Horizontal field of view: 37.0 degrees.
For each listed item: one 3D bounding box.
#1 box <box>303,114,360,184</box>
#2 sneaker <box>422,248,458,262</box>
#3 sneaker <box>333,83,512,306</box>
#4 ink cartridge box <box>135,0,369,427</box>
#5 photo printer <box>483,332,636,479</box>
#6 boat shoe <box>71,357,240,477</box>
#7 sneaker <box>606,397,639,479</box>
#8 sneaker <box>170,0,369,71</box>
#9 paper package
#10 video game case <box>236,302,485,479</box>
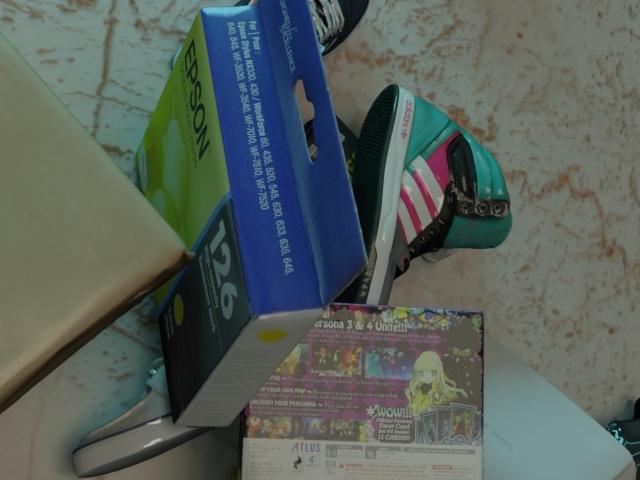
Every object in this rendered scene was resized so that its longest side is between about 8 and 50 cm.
[{"bbox_3d":[0.000,0.000,1.061,0.183,0.056,0.231,46,62,-17],"label":"box"},{"bbox_3d":[0.163,-0.049,1.170,0.053,0.061,0.152,16,72,-27],"label":"sneaker"},{"bbox_3d":[0.114,-0.006,1.034,0.178,0.124,0.295,21,71,-19],"label":"sneaker"},{"bbox_3d":[-0.079,-0.036,0.814,0.072,0.307,0.304,2,58,-23],"label":"ink cartridge box"},{"bbox_3d":[0.144,0.254,1.011,0.307,0.107,0.256,-29,55,-32],"label":"photo printer"},{"bbox_3d":[-0.128,0.145,0.935,0.258,0.095,0.084,-23,76,-24],"label":"boat shoe"},{"bbox_3d":[0.382,0.303,1.244,0.267,0.101,0.106,-29,75,-32],"label":"sneaker"},{"bbox_3d":[-0.016,-0.241,1.033,0.282,0.153,0.099,-36,102,-31],"label":"sneaker"},{"bbox_3d":[-0.329,-0.004,0.755,0.325,0.168,0.309,50,59,-3],"label":"paper package"},{"bbox_3d":[0.039,0.164,0.896,0.232,0.042,0.210,3,80,-10],"label":"video game case"}]
